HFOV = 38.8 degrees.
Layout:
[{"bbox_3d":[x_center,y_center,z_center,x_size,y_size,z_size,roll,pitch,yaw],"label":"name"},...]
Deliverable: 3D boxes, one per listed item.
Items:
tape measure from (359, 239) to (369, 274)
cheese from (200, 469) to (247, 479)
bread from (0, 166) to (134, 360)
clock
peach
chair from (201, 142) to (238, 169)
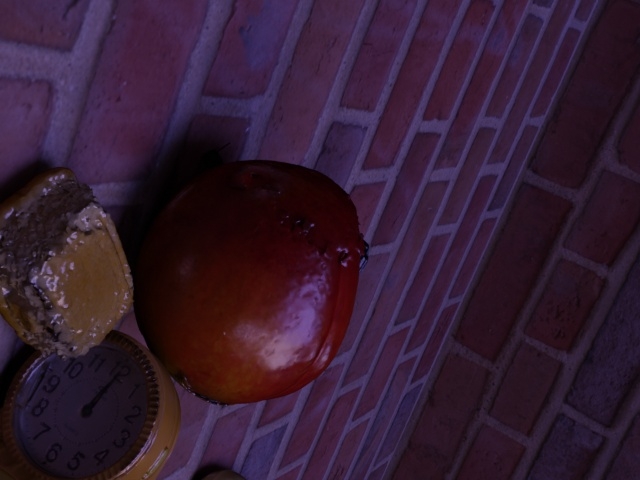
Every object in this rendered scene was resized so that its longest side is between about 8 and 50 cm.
[{"bbox_3d":[0.002,0.001,1.710,0.107,0.182,0.181,-57,146,-3],"label":"tape measure"},{"bbox_3d":[-0.211,0.647,2.031,0.316,0.128,0.259,50,57,-70],"label":"cheese"},{"bbox_3d":[-0.325,0.034,1.136,0.174,0.121,0.245,-58,154,-32],"label":"bread"},{"bbox_3d":[-0.330,0.277,1.238,0.317,0.244,0.200,-55,161,-12],"label":"clock"},{"bbox_3d":[-0.097,0.055,1.352,0.370,0.370,0.370,-46,153,-32],"label":"peach"},{"bbox_3d":[-0.167,-0.118,1.413,0.086,0.042,0.037,-33,178,41],"label":"chair"}]
